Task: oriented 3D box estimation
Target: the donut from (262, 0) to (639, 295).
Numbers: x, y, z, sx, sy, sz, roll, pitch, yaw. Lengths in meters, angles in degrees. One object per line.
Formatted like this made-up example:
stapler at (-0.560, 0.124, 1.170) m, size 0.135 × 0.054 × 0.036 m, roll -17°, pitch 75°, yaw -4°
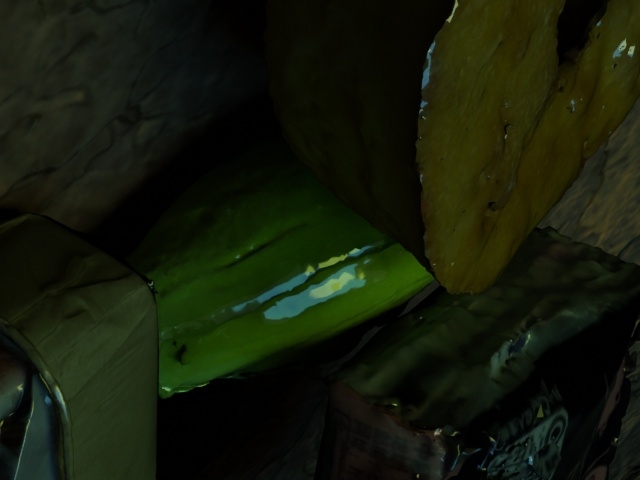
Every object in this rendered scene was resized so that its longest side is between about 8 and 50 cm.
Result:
donut at (0.082, -0.120, 0.746) m, size 0.277 × 0.108 × 0.277 m, roll -41°, pitch 147°, yaw -35°

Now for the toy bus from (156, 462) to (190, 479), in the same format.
toy bus at (-0.164, 0.246, 0.928) m, size 0.305 × 0.143 × 0.179 m, roll -39°, pitch 152°, yaw -10°

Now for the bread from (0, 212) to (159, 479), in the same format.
bread at (-0.166, 0.104, 0.745) m, size 0.212 × 0.142 × 0.224 m, roll -41°, pitch 151°, yaw -36°

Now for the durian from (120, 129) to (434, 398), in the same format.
durian at (0.000, 0.000, 0.865) m, size 0.250 × 0.101 × 0.139 m, roll -25°, pitch 165°, yaw -43°

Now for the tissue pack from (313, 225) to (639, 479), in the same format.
tissue pack at (0.063, 0.176, 0.924) m, size 0.245 × 0.123 × 0.332 m, roll -32°, pitch 137°, yaw -52°
